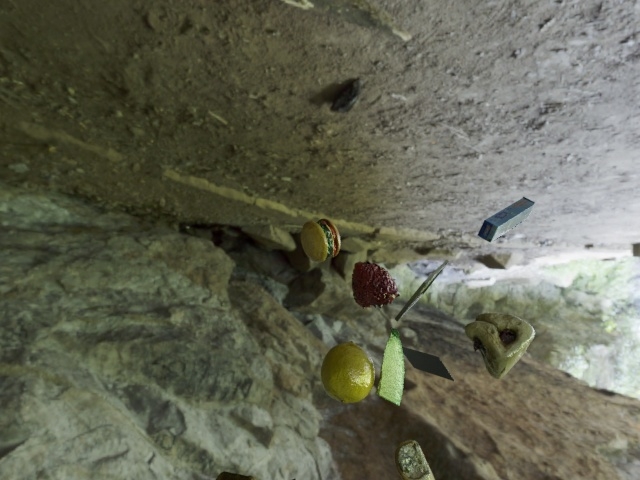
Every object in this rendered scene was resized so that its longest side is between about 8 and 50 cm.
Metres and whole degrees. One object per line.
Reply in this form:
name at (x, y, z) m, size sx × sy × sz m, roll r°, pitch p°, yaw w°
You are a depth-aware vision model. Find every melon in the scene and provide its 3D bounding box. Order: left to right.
melon at (0.221, 0.406, 1.472) m, size 0.113 × 0.262 × 0.053 m, roll 0°, pitch -175°, yaw -37°

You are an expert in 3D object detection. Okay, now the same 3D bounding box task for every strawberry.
strawberry at (0.199, 0.172, 1.790) m, size 0.184 × 0.202 × 0.187 m, roll -32°, pitch -171°, yaw 5°

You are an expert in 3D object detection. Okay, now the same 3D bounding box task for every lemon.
lemon at (0.091, 0.428, 1.486) m, size 0.178 × 0.203 × 0.178 m, roll 9°, pitch 152°, yaw 5°

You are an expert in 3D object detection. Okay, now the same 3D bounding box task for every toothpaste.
toothpaste at (0.602, -0.070, 1.466) m, size 0.272 × 0.066 × 0.053 m, roll -24°, pitch -133°, yaw -38°

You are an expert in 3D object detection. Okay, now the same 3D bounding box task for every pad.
pad at (0.364, 0.424, 1.577) m, size 0.190 × 0.004 × 0.127 m, roll 1°, pitch 132°, yaw 55°

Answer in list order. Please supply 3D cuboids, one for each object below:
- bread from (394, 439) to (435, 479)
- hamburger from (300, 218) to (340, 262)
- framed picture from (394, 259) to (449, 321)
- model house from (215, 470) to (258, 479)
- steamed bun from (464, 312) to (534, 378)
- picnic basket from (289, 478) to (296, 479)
bread at (0.266, 0.642, 1.275) m, size 0.084 × 0.119 × 0.177 m, roll -28°, pitch 131°, yaw 4°
hamburger at (0.000, 0.000, 1.638) m, size 0.115 × 0.162 × 0.162 m, roll -14°, pitch -175°, yaw -31°
framed picture at (0.355, 0.170, 1.577) m, size 0.016 × 0.184 × 0.250 m, roll 40°, pitch -147°, yaw 16°
model house at (-0.246, 0.845, 1.371) m, size 0.239 × 0.268 × 0.173 m, roll 25°, pitch 148°, yaw 2°
steamed bun at (0.484, 0.271, 1.263) m, size 0.155 × 0.172 × 0.141 m, roll 37°, pitch 150°, yaw 31°
picnic basket at (-0.177, 1.181, 2.005) m, size 0.196 × 0.134 × 0.154 m, roll -19°, pitch -168°, yaw -2°
